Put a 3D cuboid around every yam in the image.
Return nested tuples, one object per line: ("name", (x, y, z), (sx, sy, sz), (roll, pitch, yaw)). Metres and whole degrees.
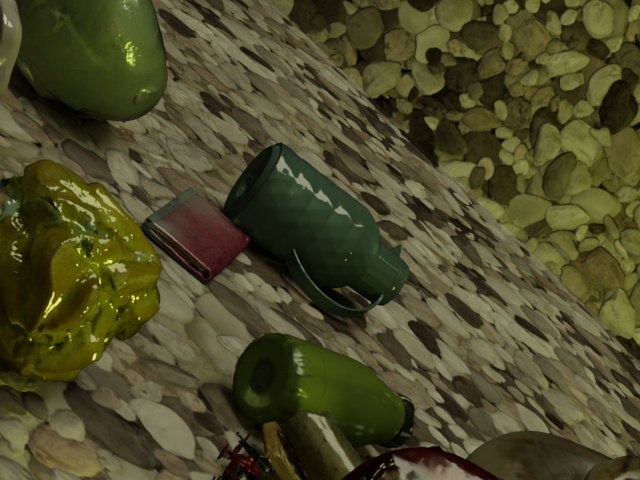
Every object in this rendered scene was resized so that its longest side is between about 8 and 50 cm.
("yam", (0.068, 0.314, 1.762), (0.317, 0.067, 0.071), (52, -7, 11))

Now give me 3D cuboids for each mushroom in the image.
("mushroom", (0.318, 0.353, 1.853), (0.362, 0.294, 0.362), (30, 25, -16))

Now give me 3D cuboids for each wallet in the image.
("wallet", (-0.167, -0.010, 2.228), (0.119, 0.025, 0.232), (40, 16, 0))

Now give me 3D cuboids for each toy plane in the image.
("toy plane", (-0.083, 0.239, 1.696), (0.037, 0.060, 0.145), (37, 1, -12))

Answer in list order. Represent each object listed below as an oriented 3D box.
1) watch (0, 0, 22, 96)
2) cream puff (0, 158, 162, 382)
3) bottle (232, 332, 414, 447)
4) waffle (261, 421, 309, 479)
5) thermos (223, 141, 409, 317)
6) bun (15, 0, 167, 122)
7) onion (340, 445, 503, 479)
("watch", (-0.486, -0.283, 1.974), (0.217, 0.211, 0.248), (18, 35, -34))
("cream puff", (-0.256, 0.050, 1.587), (0.195, 0.221, 0.194), (4, 57, -6))
("bottle", (0.016, 0.192, 1.943), (0.260, 0.112, 0.112), (24, 23, -45))
("waffle", (-0.034, 0.251, 1.770), (0.092, 0.021, 0.135), (57, 2, -8))
("thermos", (0.000, 0.000, 2.392), (0.286, 0.145, 0.182), (37, 48, -14))
("bun", (-0.348, -0.291, 2.269), (0.187, 0.293, 0.293), (-19, 49, -22))
("onion", (0.107, 0.345, 1.625), (0.272, 0.272, 0.195), (39, -27, -4))
